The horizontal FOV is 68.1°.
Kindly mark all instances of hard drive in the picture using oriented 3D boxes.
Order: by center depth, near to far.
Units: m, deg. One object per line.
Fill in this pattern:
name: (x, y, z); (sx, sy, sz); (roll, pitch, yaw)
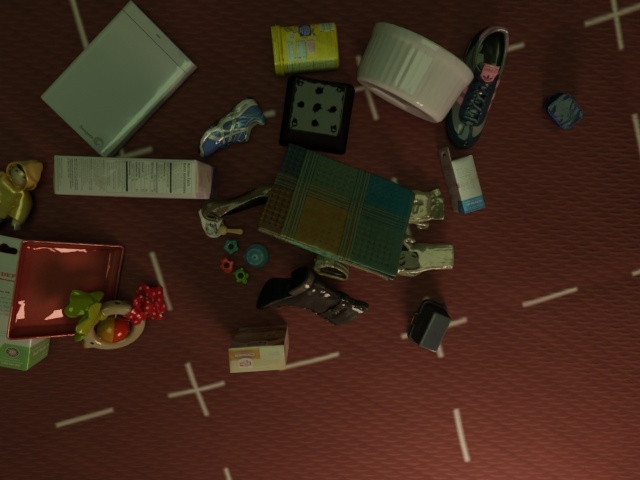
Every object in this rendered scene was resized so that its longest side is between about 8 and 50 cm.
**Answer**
hard drive: (-0.538, -0.425, 1.270); (0.353, 0.047, 0.233); (-45, 95, 4)

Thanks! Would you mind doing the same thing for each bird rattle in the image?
bird rattle: (-0.558, 0.211, 1.301); (0.254, 0.143, 0.206); (-3, 129, -39)

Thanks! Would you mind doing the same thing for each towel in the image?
towel: (0.050, -0.078, 1.229); (0.371, 0.040, 0.271); (20, 68, -5)

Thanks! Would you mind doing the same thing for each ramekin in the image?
ramekin: (0.222, -0.406, 1.175); (0.277, 0.277, 0.135); (27, 102, -4)

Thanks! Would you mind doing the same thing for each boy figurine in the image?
boy figurine: (-0.860, -0.110, 1.280); (0.285, 0.092, 0.177); (-37, 93, 6)

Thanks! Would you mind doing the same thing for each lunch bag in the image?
lunch bag: (0.653, -0.354, 1.286); (0.067, 0.065, 0.098); (-40, 97, 19)

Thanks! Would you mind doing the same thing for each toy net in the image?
toy net: (-0.259, 0.006, 1.326); (0.122, 0.045, 0.232); (-45, 94, 6)

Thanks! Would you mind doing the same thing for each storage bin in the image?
storage bin: (0.307, 0.243, 1.335); (0.098, 0.091, 0.135); (23, 95, -3)

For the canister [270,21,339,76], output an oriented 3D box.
canister: (-0.040, -0.507, 1.254); (0.170, 0.073, 0.126); (-5, 96, -2)

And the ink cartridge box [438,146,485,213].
ink cartridge box: (0.380, -0.170, 1.281); (0.062, 0.104, 0.181); (-17, 97, 1)

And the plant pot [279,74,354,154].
plant pot: (-0.010, -0.332, 1.228); (0.188, 0.167, 0.188); (9, 97, -1)

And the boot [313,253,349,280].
boot: (0.000, 0.000, 1.253); (0.213, 0.077, 0.165); (28, 57, -23)

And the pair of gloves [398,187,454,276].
pair of gloves: (0.259, -0.020, 1.329); (0.204, 0.042, 0.240); (-10, 91, 5)

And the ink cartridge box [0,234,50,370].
ink cartridge box: (-0.849, 0.152, 1.294); (0.207, 0.119, 0.353); (12, 97, -3)

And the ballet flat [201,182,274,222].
ballet flat: (-0.195, -0.100, 1.275); (0.250, 0.084, 0.058); (-15, 70, -12)

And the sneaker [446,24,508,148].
sneaker: (0.411, -0.403, 1.242); (0.112, 0.131, 0.318); (10, 96, -2)

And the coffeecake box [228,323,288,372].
coffeecake box: (-0.162, 0.289, 1.285); (0.143, 0.185, 0.068); (-3, 97, -1)

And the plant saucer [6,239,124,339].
plant saucer: (-0.679, 0.126, 1.265); (0.048, 0.259, 0.258); (19, 99, 42)

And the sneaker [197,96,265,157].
sneaker: (-0.241, -0.291, 1.272); (0.211, 0.080, 0.081); (-40, 92, 5)

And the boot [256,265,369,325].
boot: (-0.028, 0.180, 1.308); (0.229, 0.091, 0.263); (36, 139, -29)

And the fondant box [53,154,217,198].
fondant box: (-0.451, -0.155, 1.205); (0.331, 0.238, 0.096); (3, 94, -1)
